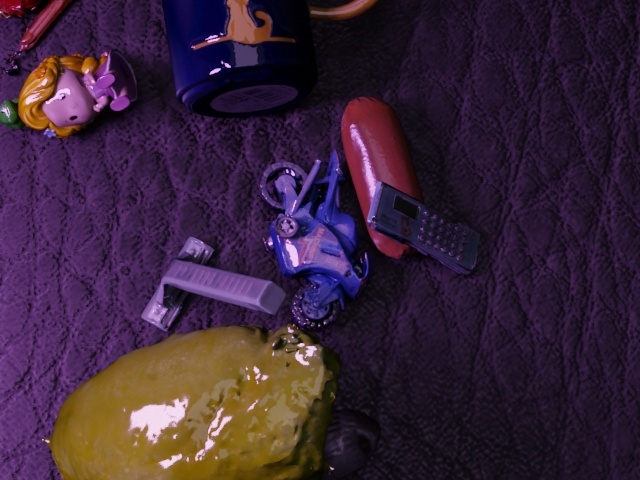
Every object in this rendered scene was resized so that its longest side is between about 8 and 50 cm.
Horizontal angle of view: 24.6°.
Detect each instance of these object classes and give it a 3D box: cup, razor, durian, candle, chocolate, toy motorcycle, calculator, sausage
[{"bbox_3d":[-0.061,-0.290,1.658,0.255,0.178,0.256,-14,79,22],"label":"cup"},{"bbox_3d":[-0.116,0.046,1.556,0.056,0.278,0.111,36,76,-22],"label":"razor"},{"bbox_3d":[-0.129,0.195,1.514,0.340,0.256,0.204,-19,92,3],"label":"durian"},{"bbox_3d":[-0.324,-0.262,1.738,0.026,0.021,0.167,29,78,31],"label":"candle"},{"bbox_3d":[-0.009,0.241,1.609,0.167,0.072,0.072,-32,80,-6],"label":"chocolate"},{"bbox_3d":[0.000,0.000,1.667,0.114,0.076,0.205,-12,76,-14],"label":"toy motorcycle"},{"bbox_3d":[0.118,-0.011,1.646,0.172,0.018,0.057,26,70,-38],"label":"calculator"},{"bbox_3d":[0.073,-0.073,1.682,0.077,0.077,0.194,-14,80,-5],"label":"sausage"}]

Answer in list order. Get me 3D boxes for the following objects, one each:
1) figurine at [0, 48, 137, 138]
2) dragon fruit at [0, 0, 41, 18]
[{"bbox_3d":[-0.292,-0.173,1.696,0.156,0.115,0.094,-23,113,12],"label":"figurine"},{"bbox_3d":[-0.335,-0.349,1.726,0.094,0.094,0.190,26,72,4],"label":"dragon fruit"}]
